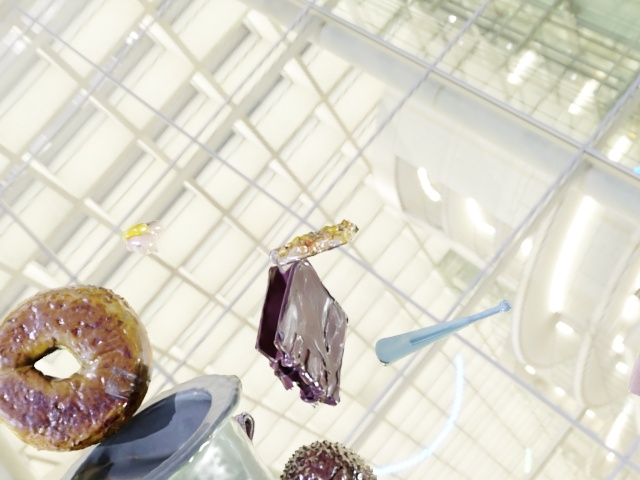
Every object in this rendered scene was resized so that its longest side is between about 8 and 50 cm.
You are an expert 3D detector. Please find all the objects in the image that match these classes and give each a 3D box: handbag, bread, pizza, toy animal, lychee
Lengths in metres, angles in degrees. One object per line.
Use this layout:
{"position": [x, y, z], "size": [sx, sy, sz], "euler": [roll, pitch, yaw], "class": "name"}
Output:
{"position": [-0.031, 0.163, 1.405], "size": [0.203, 0.074, 0.216], "euler": [52, -146, -37], "class": "handbag"}
{"position": [-0.279, 0.142, 0.911], "size": [0.193, 0.193, 0.064], "euler": [-44, -1, -14], "class": "bread"}
{"position": [0.000, 0.000, 1.325], "size": [0.178, 0.131, 0.041], "euler": [-20, -86, -19], "class": "pizza"}
{"position": [-0.425, 0.001, 1.947], "size": [0.091, 0.082, 0.114], "euler": [-27, -3, 30], "class": "toy animal"}
{"position": [0.010, 0.421, 1.332], "size": [0.188, 0.188, 0.188], "euler": [-32, -38, -29], "class": "lychee"}

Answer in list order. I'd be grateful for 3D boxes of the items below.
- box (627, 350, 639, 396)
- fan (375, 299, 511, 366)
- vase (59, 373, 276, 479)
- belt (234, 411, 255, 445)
{"position": [0.373, 0.148, 0.814], "size": [0.025, 0.115, 0.048], "euler": [-52, -26, -58], "class": "box"}
{"position": [0.164, 0.120, 1.085], "size": [0.193, 0.038, 0.016], "euler": [-23, -15, 8], "class": "fan"}
{"position": [-0.122, 0.333, 0.884], "size": [0.245, 0.245, 0.291], "euler": [-36, -77, -24], "class": "vase"}
{"position": [-0.129, 0.399, 1.351], "size": [0.071, 0.232, 0.053], "euler": [14, -43, -36], "class": "belt"}
